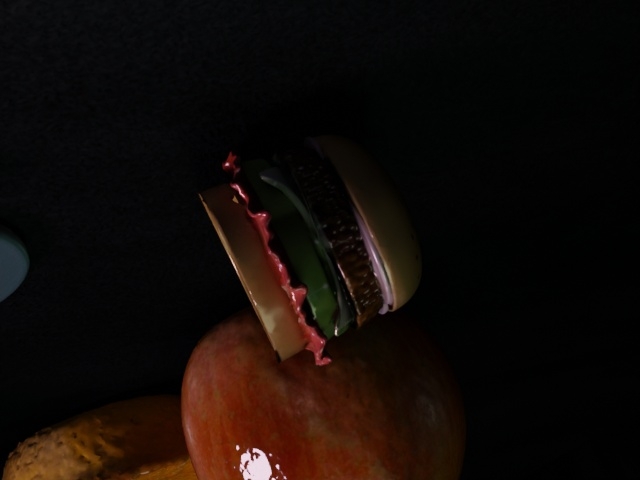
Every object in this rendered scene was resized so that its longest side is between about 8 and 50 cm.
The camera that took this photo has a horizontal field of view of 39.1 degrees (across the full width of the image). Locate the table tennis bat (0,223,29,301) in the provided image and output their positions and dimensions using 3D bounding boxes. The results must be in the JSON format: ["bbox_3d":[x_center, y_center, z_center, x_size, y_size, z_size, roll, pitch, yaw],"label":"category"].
[{"bbox_3d":[-0.302,0.045,0.675,0.124,0.033,0.201,13,137,-46],"label":"table tennis bat"}]

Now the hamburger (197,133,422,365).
[{"bbox_3d":[0.000,0.001,0.663,0.137,0.175,0.175,-24,155,-8],"label":"hamburger"}]

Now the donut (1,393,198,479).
[{"bbox_3d":[-0.250,0.282,1.098,0.303,0.110,0.303,-19,156,-9],"label":"donut"}]

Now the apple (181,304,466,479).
[{"bbox_3d":[0.012,0.201,0.942,0.302,0.301,0.301,-17,155,-8],"label":"apple"}]
